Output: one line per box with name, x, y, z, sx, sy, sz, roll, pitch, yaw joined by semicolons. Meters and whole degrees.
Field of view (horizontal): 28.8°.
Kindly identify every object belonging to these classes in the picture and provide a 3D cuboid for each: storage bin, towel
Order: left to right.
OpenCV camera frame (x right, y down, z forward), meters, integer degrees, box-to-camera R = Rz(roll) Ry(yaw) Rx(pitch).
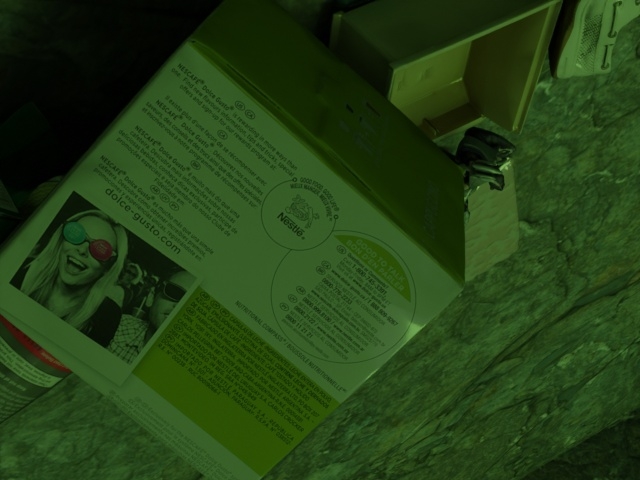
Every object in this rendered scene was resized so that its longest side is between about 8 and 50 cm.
towel;0.171;0.012;2.011;0.332;0.053;0.317;-32;152;-5
storage bin;0.140;-0.196;1.560;0.262;0.123;0.260;-27;148;-26

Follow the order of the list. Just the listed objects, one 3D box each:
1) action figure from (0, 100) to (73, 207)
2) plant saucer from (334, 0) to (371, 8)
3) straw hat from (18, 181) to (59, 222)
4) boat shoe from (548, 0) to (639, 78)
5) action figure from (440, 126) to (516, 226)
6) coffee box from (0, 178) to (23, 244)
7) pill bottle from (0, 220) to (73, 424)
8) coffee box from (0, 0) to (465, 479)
action figure;-0.377;-0.045;1.316;0.232;0.063;0.137;-42;151;-13
plant saucer;0.058;-0.339;1.407;0.067;0.018;0.192;-21;149;-22
straw hat;-0.300;0.006;1.446;0.144;0.061;0.144;-26;127;-40
boat shoe;0.342;-0.298;1.489;0.096;0.098;0.277;3;150;0
action figure;0.188;-0.057;1.717;0.185;0.099;0.285;-51;-172;35
coffee box;-0.370;-0.052;1.220;0.113;0.184;0.040;-46;151;17
pill bottle;-0.403;0.134;1.356;0.318;0.176;0.176;-35;151;9
coffee box;-0.079;-0.017;1.285;0.334;0.338;0.337;-45;-170;19
